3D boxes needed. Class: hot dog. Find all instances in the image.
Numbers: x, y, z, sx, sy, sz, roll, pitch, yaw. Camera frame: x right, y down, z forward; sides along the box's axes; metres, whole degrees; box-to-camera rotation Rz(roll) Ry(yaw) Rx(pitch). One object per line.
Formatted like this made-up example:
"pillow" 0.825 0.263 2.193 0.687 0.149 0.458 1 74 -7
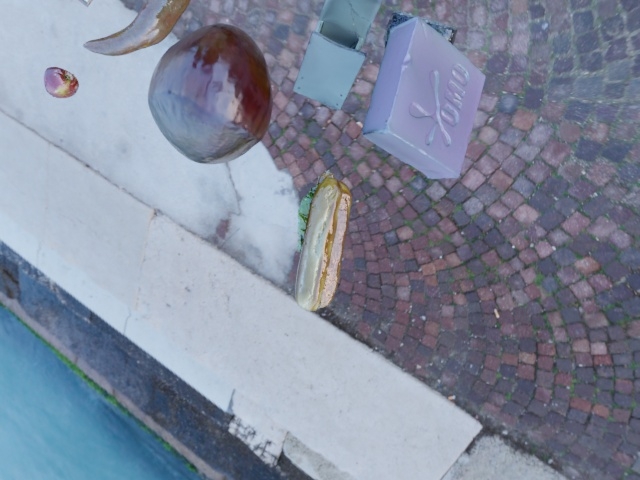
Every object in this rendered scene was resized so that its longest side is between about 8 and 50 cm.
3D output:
"hot dog" 0.000 0.000 1.016 0.100 0.135 0.337 12 95 27

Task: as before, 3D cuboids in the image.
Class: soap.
"soap" 0.259 -0.338 1.049 0.107 0.285 0.296 6 79 56

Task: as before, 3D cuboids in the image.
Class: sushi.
"sushi" 0.315 -0.644 1.351 0.225 0.124 0.127 24 124 15

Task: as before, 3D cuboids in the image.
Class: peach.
"peach" -0.626 -0.371 1.012 0.083 0.077 0.050 -6 68 37

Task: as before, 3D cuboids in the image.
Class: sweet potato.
"sweet potato" -0.310 -0.411 0.778 0.255 0.058 0.078 -46 101 -8

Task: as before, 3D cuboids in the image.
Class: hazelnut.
"hazelnut" -0.316 -0.433 1.263 0.353 0.421 0.421 9 114 -7

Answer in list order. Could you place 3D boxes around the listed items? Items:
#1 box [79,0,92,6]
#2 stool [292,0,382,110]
"box" -0.502 -0.512 0.851 0.023 0.082 0.051 -56 37 0
"stool" 0.050 -0.592 1.290 0.170 0.243 0.270 20 159 -8
